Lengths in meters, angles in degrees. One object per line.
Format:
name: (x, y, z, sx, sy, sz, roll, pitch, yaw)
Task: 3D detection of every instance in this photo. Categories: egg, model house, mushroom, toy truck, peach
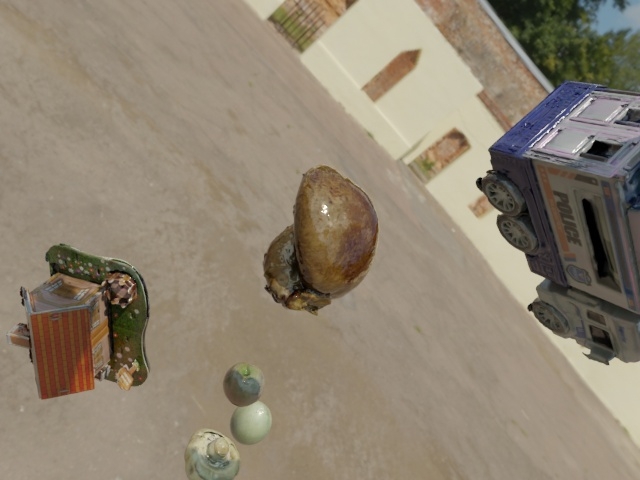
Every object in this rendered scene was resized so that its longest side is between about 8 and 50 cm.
egg: (-0.194, 0.510, 1.665, 0.114, 0.152, 0.114, 21, 41, -19)
model house: (-0.435, 0.178, 1.065, 0.206, 0.294, 0.154, 15, 30, 11)
mushroom: (0.008, 0.011, 1.145, 0.195, 0.283, 0.263, 27, 0, 1)
toy truck: (0.269, 0.000, 0.554, 0.155, 0.124, 0.268, 31, -22, 54)
peach: (-0.147, 0.275, 1.128, 0.083, 0.083, 0.083, 45, 15, -16)
mushroom: (-0.264, 0.528, 1.451, 0.154, 0.122, 0.154, 28, 28, -16)
